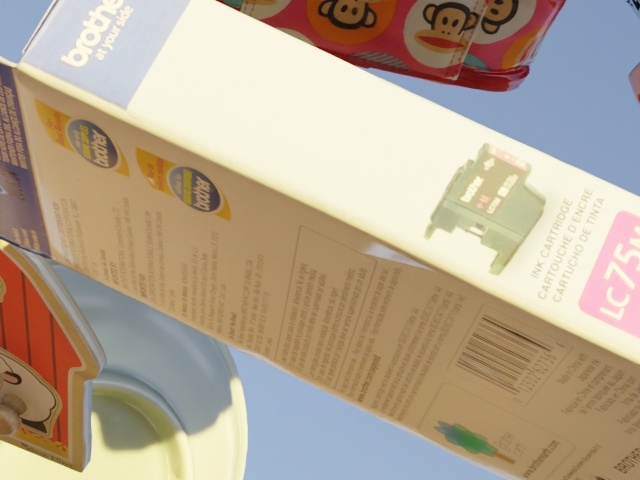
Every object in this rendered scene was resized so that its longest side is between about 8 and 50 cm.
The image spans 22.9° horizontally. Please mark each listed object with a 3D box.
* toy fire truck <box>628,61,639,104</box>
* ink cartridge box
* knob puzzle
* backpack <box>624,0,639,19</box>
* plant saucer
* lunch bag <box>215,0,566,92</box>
[{"bbox_3d":[0.347,-0.198,1.356,0.217,0.246,0.158,-13,-16,-18],"label":"toy fire truck"},{"bbox_3d":[0.000,0.000,0.580,0.311,0.065,0.186,23,-21,4],"label":"ink cartridge box"},{"bbox_3d":[-0.198,0.033,0.787,0.213,0.030,0.213,17,-43,17],"label":"knob puzzle"},{"bbox_3d":[0.179,-0.318,0.879,0.290,0.355,0.273,-44,-25,26],"label":"backpack"},{"bbox_3d":[-0.226,0.210,1.386,0.400,0.400,0.100,47,-13,-29],"label":"plant saucer"},{"bbox_3d":[0.027,-0.239,1.176,0.293,0.258,0.120,13,-54,-15],"label":"lunch bag"}]
